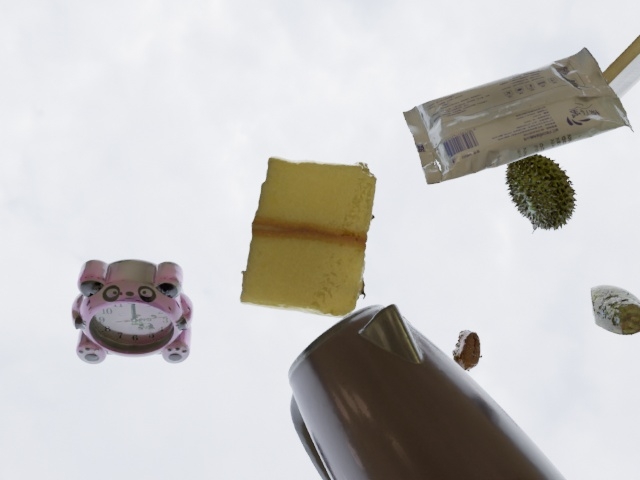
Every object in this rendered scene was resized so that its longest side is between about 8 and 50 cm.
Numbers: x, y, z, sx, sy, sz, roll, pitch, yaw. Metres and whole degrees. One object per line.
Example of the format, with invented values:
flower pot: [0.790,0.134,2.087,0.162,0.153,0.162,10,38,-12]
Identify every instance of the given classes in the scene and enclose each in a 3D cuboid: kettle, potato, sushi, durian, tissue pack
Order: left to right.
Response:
kettle: [0.070,0.172,0.445,0.144,0.202,0.232,-21,-119,-33]
sushi: [0.327,0.252,1.281,0.061,0.060,0.118,43,-129,-7]
tissue pack: [0.184,-0.122,0.553,0.193,0.026,0.122,-16,-134,9]
durian: [0.510,-0.096,1.314,0.220,0.137,0.095,55,-130,-27]
potato: [0.726,0.157,1.403,0.120,0.197,0.054,-24,-68,19]

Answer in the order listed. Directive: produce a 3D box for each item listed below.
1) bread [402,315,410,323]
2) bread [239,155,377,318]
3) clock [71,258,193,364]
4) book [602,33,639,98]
bread: [0.158,0.242,1.301,0.069,0.140,0.127,-3,-115,-52]
bread: [0.000,0.000,0.995,0.199,0.236,0.263,11,-95,8]
clock: [-0.365,0.141,1.113,0.228,0.247,0.090,2,-138,-12]
book: [0.557,-0.315,1.000,0.161,0.230,0.026,-14,-119,-46]
